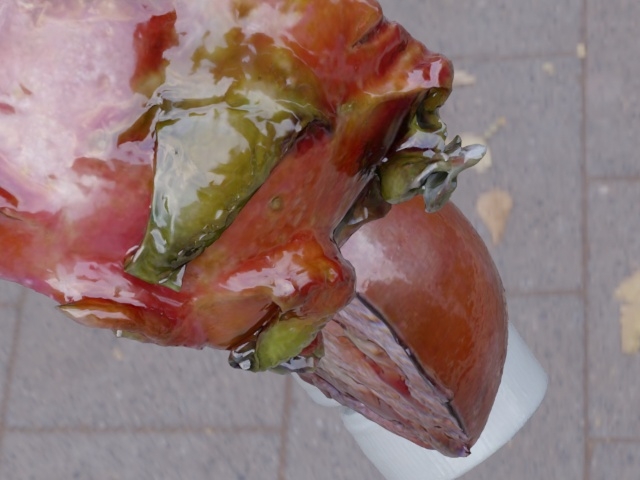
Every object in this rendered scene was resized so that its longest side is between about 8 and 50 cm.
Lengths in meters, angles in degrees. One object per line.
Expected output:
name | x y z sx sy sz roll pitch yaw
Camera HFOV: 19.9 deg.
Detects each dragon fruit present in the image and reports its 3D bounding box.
dragon fruit | -0.019 -0.016 0.427 0.096 0.147 0.102 34 98 15

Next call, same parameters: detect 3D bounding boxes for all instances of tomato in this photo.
tomato | 0.003 0.000 0.832 0.225 0.225 0.085 37 78 25

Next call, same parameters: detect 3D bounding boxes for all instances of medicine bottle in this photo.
medicine bottle | 0.039 0.047 1.773 0.211 0.211 0.371 -40 100 -14
